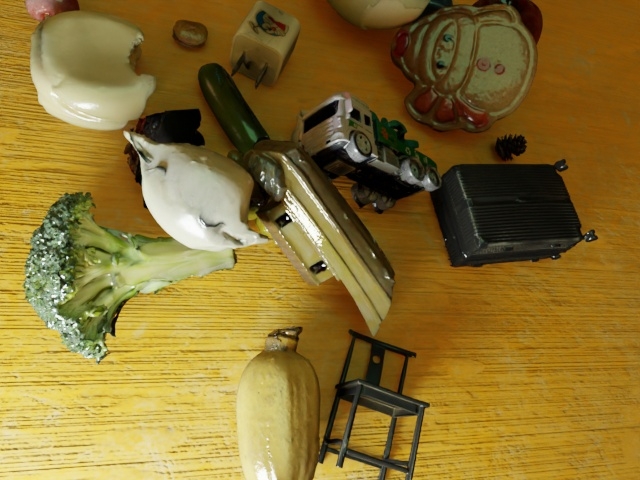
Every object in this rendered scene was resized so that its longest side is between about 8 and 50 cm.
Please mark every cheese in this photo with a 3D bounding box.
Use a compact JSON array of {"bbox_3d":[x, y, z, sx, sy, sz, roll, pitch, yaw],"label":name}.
[{"bbox_3d":[-0.468,-0.359,0.998,0.233,0.127,0.266,-1,68,-19],"label":"cheese"}]

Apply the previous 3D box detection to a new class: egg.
[{"bbox_3d":[0.150,-0.715,1.275,0.278,0.278,0.336,-31,76,-27],"label":"egg"}]

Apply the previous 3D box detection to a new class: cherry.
[{"bbox_3d":[-0.598,-0.531,1.055,0.106,0.087,0.126,-12,74,-27],"label":"cherry"}]

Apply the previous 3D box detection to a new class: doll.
[{"bbox_3d":[-0.123,-0.092,0.974,0.209,0.097,0.137,46,42,-28],"label":"doll"}]

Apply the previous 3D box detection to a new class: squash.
[{"bbox_3d":[-0.187,-0.274,1.079,0.087,0.087,0.332,-27,79,-27],"label":"squash"}]

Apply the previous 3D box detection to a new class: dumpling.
[{"bbox_3d":[-0.203,-0.093,0.824,0.175,0.227,0.244,-17,102,-1],"label":"dumpling"},{"bbox_3d":[-0.005,-0.226,1.110,0.127,0.108,0.188,26,43,-34],"label":"dumpling"}]

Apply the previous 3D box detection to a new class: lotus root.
[{"bbox_3d":[-0.071,0.305,0.825,0.146,0.130,0.304,16,61,-37],"label":"lotus root"}]

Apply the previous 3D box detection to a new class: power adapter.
[{"bbox_3d":[-0.147,-0.452,1.146,0.130,0.125,0.205,24,61,-8],"label":"power adapter"}]

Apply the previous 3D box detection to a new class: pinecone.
[{"bbox_3d":[0.527,-0.262,1.311,0.077,0.083,0.077,47,29,-37],"label":"pinecone"}]

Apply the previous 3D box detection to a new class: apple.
[{"bbox_3d":[0.510,-0.594,1.376,0.233,0.234,0.234,7,65,-15],"label":"apple"}]

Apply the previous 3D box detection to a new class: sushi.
[{"bbox_3d":[-0.311,-0.173,0.952,0.153,0.150,0.172,-16,111,-35],"label":"sushi"}]

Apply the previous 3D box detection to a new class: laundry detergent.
[{"bbox_3d":[0.340,-0.796,1.482,0.143,0.094,0.290,9,64,-10],"label":"laundry detergent"}]

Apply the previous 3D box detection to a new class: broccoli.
[{"bbox_3d":[-0.328,0.019,0.843,0.361,0.221,0.252,-37,88,-39],"label":"broccoli"}]

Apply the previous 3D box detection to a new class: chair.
[{"bbox_3d":[0.108,0.301,0.885,0.154,0.141,0.260,22,64,-8],"label":"chair"}]

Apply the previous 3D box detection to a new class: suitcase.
[{"bbox_3d":[0.459,-0.068,1.157,0.334,0.152,0.230,-3,67,-19],"label":"suitcase"}]

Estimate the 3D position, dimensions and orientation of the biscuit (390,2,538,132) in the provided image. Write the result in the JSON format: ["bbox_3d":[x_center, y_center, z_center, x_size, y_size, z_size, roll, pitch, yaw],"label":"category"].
[{"bbox_3d":[0.369,-0.463,1.255,0.380,0.074,0.359,17,91,2],"label":"biscuit"}]

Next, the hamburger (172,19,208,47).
[{"bbox_3d":[-0.319,-0.506,1.161,0.083,0.044,0.076,3,66,-20],"label":"hamburger"}]

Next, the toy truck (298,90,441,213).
[{"bbox_3d":[0.115,-0.185,1.040,0.363,0.176,0.178,12,64,-43],"label":"toy truck"}]

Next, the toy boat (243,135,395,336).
[{"bbox_3d":[0.000,0.000,0.920,0.445,0.162,0.136,52,16,-16],"label":"toy boat"}]
